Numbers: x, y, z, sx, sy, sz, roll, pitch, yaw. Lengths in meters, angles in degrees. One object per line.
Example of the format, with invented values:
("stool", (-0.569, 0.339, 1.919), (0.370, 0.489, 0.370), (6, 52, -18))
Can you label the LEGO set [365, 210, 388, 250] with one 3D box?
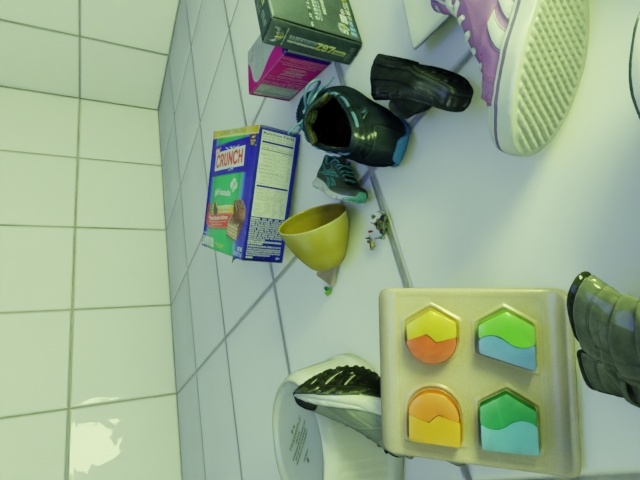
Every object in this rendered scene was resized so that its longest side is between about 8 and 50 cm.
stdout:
("LEGO set", (0.100, -0.020, 0.730), (0.083, 0.023, 0.054), (120, 144, -63))

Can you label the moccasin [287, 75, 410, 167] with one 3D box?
("moccasin", (0.023, -0.223, 0.772), (0.342, 0.117, 0.137), (37, 121, 56))

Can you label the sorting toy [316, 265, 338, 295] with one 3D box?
("sorting toy", (0.014, 0.069, 0.887), (0.062, 0.012, 0.083), (28, 110, 54))

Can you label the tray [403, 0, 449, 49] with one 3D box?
("tray", (0.199, -0.381, 0.545), (0.270, 0.030, 0.145), (-32, 62, 57))

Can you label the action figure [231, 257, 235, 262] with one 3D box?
("action figure", (-0.230, -0.012, 1.301), (0.232, 0.063, 0.137), (-15, 72, 57))

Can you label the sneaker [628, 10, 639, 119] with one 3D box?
("sneaker", (0.302, -0.083, 0.270), (0.163, 0.086, 0.226), (164, 97, -70))

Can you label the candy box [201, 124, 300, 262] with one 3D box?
("candy box", (-0.188, -0.121, 1.109), (0.268, 0.122, 0.317), (12, 94, 54))

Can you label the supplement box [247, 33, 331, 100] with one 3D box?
("supplement box", (-0.077, -0.411, 0.974), (0.220, 0.114, 0.111), (-10, 81, 60))

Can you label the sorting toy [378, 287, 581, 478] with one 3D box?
("sorting toy", (0.162, 0.149, 0.478), (0.208, 0.038, 0.193), (-3, 86, 25))

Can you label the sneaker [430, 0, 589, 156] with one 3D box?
("sneaker", (0.190, -0.231, 0.472), (0.161, 0.102, 0.282), (14, 101, 58))

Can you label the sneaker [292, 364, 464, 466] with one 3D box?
("sneaker", (0.076, 0.240, 0.598), (0.272, 0.100, 0.108), (-1, 98, 34))

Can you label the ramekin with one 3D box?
("ramekin", (0.012, 0.343, 0.759), (0.273, 0.127, 0.272), (-3, 86, 61))

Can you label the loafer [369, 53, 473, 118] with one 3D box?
("loafer", (0.134, -0.210, 0.618), (0.223, 0.076, 0.078), (-125, 40, -55))

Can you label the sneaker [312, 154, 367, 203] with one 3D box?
("sneaker", (0.036, -0.118, 0.806), (0.166, 0.065, 0.076), (38, 118, 54))

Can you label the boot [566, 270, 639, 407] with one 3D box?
("boot", (0.245, 0.056, 0.298), (0.161, 0.083, 0.246), (30, 147, 56))

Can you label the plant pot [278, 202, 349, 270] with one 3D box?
("plant pot", (0.000, 0.000, 0.819), (0.134, 0.134, 0.095), (21, 135, 60))

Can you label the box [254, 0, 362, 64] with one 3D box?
("box", (-0.033, -0.453, 0.819), (0.059, 0.183, 0.232), (-46, 49, 52))
